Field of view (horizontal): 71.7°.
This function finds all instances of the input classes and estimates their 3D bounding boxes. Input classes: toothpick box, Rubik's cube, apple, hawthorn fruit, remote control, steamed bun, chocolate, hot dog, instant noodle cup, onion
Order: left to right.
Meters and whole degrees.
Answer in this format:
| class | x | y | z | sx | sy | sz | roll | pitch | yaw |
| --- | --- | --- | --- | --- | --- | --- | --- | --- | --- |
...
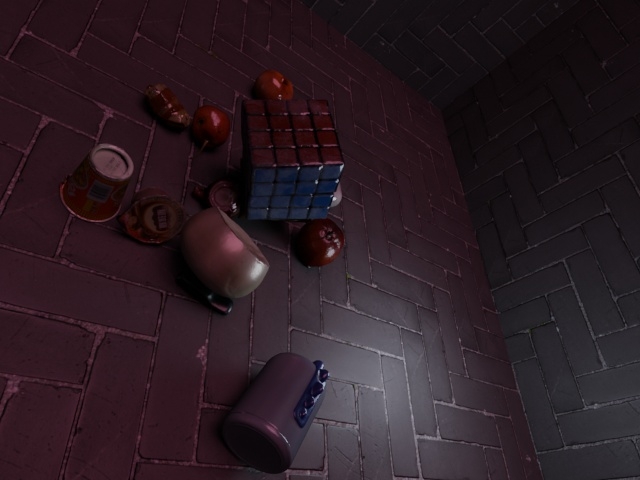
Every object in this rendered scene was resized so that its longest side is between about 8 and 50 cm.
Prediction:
| class | x | y | z | sx | sy | sz | roll | pitch | yaw |
| --- | --- | --- | --- | --- | --- | --- | --- | --- | --- |
| instant noodle cup | -0.681 | -0.189 | 1.374 | 0.193 | 0.212 | 0.193 | 25 | 47 | -30 |
| chocolate | -0.569 | -0.101 | 1.484 | 0.221 | 0.221 | 0.147 | 8 | 30 | -42 |
| hot dog | -0.617 | -0.531 | 1.781 | 0.213 | 0.103 | 0.146 | 56 | 17 | -13 |
| remote control | -0.397 | 0.179 | 1.528 | 0.222 | 0.042 | 0.072 | 39 | 40 | -17 |
| hawthorn fruit | -0.462 | -0.422 | 1.819 | 0.165 | 0.165 | 0.286 | 25 | 53 | -31 |
| onion | -0.395 | -0.165 | 1.728 | 0.198 | 0.135 | 0.173 | 11 | 70 | 6 |
| steamed bun | -0.336 | 0.051 | 1.504 | 0.324 | 0.206 | 0.324 | 49 | 0 | 0 |
| apple | -0.240 | -0.775 | 2.274 | 0.209 | 0.164 | 0.210 | 28 | 44 | -31 |
| toothpick box | -0.113 | 0.512 | 1.404 | 0.263 | 0.263 | 0.355 | 49 | 38 | -7 |
| Rubik's cube | -0.129 | -0.306 | 1.707 | 0.344 | 0.337 | 0.344 | -2 | 59 | -13 |
| hawthorn fruit | 0.000 | 0.000 | 1.911 | 0.215 | 0.250 | 0.215 | 6 | 69 | -16 |

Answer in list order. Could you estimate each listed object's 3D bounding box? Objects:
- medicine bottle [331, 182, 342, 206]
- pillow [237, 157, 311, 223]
| class | x | y | z | sx | sy | sz | roll | pitch | yaw |
| --- | --- | --- | --- | --- | --- | --- | --- | --- | --- |
| medicine bottle | 0.028 | -0.321 | 2.242 | 0.130 | 0.130 | 0.341 | 15 | 53 | -38 |
| pillow | -0.199 | -0.214 | 1.898 | 0.307 | 0.108 | 0.306 | 2 | 62 | -14 |
